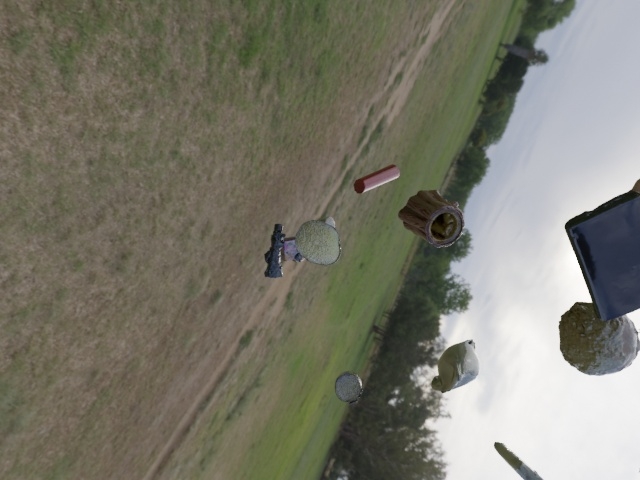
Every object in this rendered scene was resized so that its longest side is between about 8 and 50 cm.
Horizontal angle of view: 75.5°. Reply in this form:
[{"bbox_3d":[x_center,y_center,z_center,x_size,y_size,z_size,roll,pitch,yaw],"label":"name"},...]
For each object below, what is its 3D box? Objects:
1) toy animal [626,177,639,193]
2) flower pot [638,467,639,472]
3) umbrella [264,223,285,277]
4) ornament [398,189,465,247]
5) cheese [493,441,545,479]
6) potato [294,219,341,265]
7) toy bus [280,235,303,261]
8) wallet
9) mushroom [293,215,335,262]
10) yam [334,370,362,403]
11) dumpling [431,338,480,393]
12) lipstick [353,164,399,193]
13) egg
[{"bbox_3d":[1.307,-0.182,1.618,0.198,0.171,0.171,-38,164,-4],"label":"toy animal"},{"bbox_3d":[0.931,0.499,0.965,0.290,0.259,0.290,-8,102,-41],"label":"flower pot"},{"bbox_3d":[-0.189,0.041,1.693,0.080,0.071,0.224,4,96,-33],"label":"umbrella"},{"bbox_3d":[0.475,-0.083,1.742,0.217,0.235,0.221,-120,-160,-66],"label":"ornament"},{"bbox_3d":[0.500,0.547,0.834,0.034,0.400,0.085,-48,-169,-9],"label":"cheese"},{"bbox_3d":[0.000,0.000,1.740,0.117,0.202,0.182,-54,166,-75],"label":"potato"},{"bbox_3d":[-0.065,0.031,2.014,0.274,0.090,0.112,-9,106,-27],"label":"toy bus"},{"bbox_3d":[0.942,0.062,1.312,0.228,0.406,0.062,-27,-159,13],"label":"wallet"},{"bbox_3d":[-0.041,0.000,2.229,0.350,0.128,0.128,-42,-179,30],"label":"mushroom"},{"bbox_3d":[0.080,0.418,1.188,0.084,0.084,0.127,-64,171,-11],"label":"yam"},{"bbox_3d":[0.642,0.622,1.988,0.260,0.181,0.341,-54,-170,32],"label":"dumpling"},{"bbox_3d":[0.261,-0.284,1.892,0.280,0.073,0.073,-27,144,-40],"label":"lipstick"},{"bbox_3d":[1.058,0.374,1.582,0.279,0.279,0.310,-47,125,-57],"label":"egg"}]
